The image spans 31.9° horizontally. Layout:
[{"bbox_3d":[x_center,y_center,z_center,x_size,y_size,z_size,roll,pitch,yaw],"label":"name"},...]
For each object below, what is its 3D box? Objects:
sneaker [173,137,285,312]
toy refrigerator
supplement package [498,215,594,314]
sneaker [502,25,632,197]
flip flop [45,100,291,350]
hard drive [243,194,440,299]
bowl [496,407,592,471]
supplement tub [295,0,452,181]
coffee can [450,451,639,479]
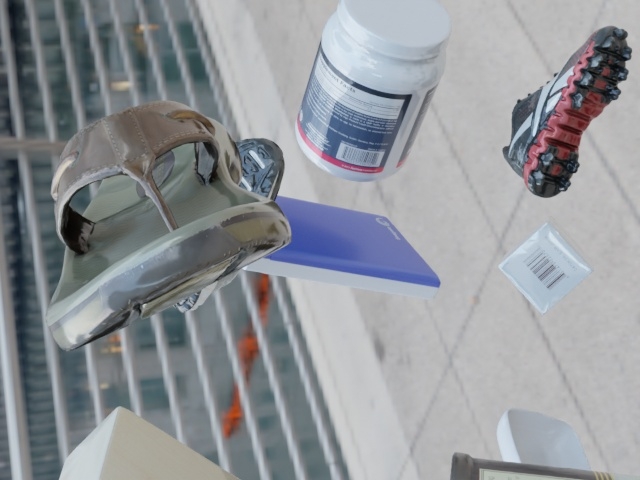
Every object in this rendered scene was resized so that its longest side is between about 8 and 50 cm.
[{"bbox_3d":[-0.111,-0.028,1.336,0.100,0.108,0.271,49,133,14],"label":"sneaker"},{"bbox_3d":[-0.098,0.267,0.960,0.094,0.269,0.102,-44,22,25],"label":"toy refrigerator"},{"bbox_3d":[0.356,0.035,1.756,0.105,0.105,0.179,47,-168,5],"label":"supplement package"},{"bbox_3d":[0.365,-0.208,1.700,0.135,0.098,0.276,43,111,49],"label":"sneaker"},{"bbox_3d":[-0.082,-0.028,0.528,0.277,0.112,0.080,-109,-7,-71],"label":"flip flop"},{"bbox_3d":[0.000,0.000,1.666,0.210,0.319,0.040,53,126,52],"label":"hard drive"},{"bbox_3d":[0.300,0.305,1.517,0.053,0.142,0.142,-48,38,32],"label":"bowl"},{"bbox_3d":[0.079,-0.241,1.707,0.272,0.191,0.191,110,150,-44],"label":"supplement tub"},{"bbox_3d":[0.234,0.286,0.890,0.201,0.275,0.201,5,-90,-83],"label":"coffee can"}]
